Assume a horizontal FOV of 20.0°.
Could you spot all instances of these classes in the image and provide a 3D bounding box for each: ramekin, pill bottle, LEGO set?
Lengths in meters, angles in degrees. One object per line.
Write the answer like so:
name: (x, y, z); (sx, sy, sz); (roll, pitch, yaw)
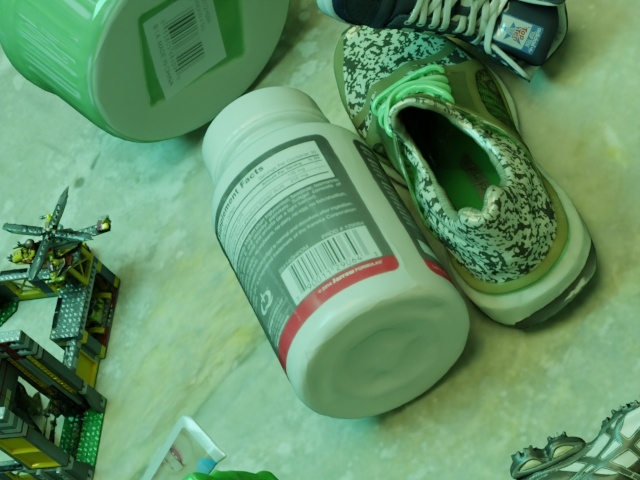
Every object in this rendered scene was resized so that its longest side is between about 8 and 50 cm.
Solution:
ramekin: (-0.175, -0.250, 1.913); (0.303, 0.303, 0.148); (-46, 58, -4)
pill bottle: (0.000, 0.000, 1.728); (0.176, 0.176, 0.318); (-34, 50, 6)
LEGO set: (-0.344, 0.107, 1.840); (0.255, 0.192, 0.331); (0, 61, 29)

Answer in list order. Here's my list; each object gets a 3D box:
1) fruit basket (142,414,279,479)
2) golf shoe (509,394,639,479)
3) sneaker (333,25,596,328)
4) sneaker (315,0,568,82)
fruit basket: (-0.112, 0.374, 1.472); (0.353, 0.165, 0.327); (-52, 58, 13)
golf shoe: (0.262, 0.191, 1.539); (0.198, 0.077, 0.094); (-29, 62, 19)
sneaker: (0.115, -0.110, 1.730); (0.158, 0.182, 0.410); (-37, 49, 3)
sneaker: (0.130, -0.225, 1.756); (0.153, 0.282, 0.099); (36, 114, 32)
